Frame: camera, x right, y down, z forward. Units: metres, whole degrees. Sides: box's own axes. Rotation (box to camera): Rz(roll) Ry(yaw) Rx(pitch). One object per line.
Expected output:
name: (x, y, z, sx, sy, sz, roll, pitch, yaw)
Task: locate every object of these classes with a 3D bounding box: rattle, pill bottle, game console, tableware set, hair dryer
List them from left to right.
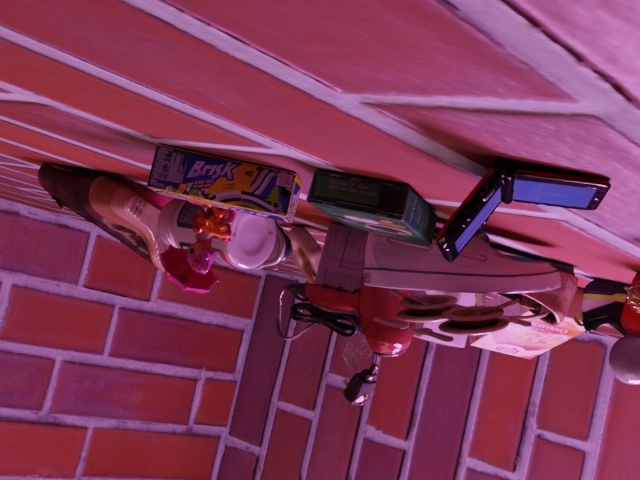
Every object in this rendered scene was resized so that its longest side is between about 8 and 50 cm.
pill bottle: (-0.166, -0.019, 1.632, 0.180, 0.108, 0.108, 10, 175, 42)
rattle: (0.000, 0.000, 1.911, 0.130, 0.143, 0.200, 51, 175, -25)
hair dryer: (0.041, 0.096, 1.576, 0.223, 0.293, 0.080, 43, -147, 16)
tableware set: (0.165, 0.086, 1.335, 0.128, 0.039, 0.194, -8, -173, -24)
game console: (0.170, -0.015, 0.898, 0.085, 0.124, 0.144, 39, -179, 12)

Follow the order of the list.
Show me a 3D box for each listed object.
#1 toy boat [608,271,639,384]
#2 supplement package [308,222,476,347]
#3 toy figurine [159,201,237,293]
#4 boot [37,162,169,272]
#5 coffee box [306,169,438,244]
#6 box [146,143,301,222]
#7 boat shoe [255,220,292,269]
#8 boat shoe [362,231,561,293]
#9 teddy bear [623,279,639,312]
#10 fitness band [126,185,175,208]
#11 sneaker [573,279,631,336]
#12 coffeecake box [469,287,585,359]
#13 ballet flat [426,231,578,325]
toy boat: (0.544, 0.142, 1.360, 0.318, 0.148, 0.267, 11, 175, 18)
supplement package: (0.126, 0.075, 1.705, 0.203, 0.149, 0.194, 12, 176, 31)
toy figurine: (-0.144, -0.011, 1.338, 0.130, 0.159, 0.173, 15, 175, -23)
boot: (-0.349, -0.043, 1.804, 0.207, 0.090, 0.248, 18, 158, 30)
coffee box: (0.063, -0.036, 1.190, 0.113, 0.040, 0.184, 12, 175, 18)
box: (-0.110, -0.066, 1.224, 0.169, 0.054, 0.059, 13, 175, 6)
boat shoe: (-0.118, -0.001, 1.803, 0.079, 0.095, 0.254, 18, 175, -38)
boat shoe: (0.183, 0.024, 1.338, 0.258, 0.084, 0.095, 3, 179, -11)
teddy bear: (0.452, 0.076, 1.049, 0.245, 0.113, 0.338, 13, 176, -32)
fitness band: (-0.293, -0.051, 1.960, 0.291, 0.054, 0.209, 18, 174, -36)
sneaker: (0.509, 0.128, 1.616, 0.235, 0.097, 0.084, 12, 176, 12)
coffeecake box: (0.376, 0.141, 1.882, 0.142, 0.068, 0.185, 15, 149, -25)
ballet flat: (0.220, 0.057, 1.485, 0.316, 0.106, 0.107, 14, 175, -13)
